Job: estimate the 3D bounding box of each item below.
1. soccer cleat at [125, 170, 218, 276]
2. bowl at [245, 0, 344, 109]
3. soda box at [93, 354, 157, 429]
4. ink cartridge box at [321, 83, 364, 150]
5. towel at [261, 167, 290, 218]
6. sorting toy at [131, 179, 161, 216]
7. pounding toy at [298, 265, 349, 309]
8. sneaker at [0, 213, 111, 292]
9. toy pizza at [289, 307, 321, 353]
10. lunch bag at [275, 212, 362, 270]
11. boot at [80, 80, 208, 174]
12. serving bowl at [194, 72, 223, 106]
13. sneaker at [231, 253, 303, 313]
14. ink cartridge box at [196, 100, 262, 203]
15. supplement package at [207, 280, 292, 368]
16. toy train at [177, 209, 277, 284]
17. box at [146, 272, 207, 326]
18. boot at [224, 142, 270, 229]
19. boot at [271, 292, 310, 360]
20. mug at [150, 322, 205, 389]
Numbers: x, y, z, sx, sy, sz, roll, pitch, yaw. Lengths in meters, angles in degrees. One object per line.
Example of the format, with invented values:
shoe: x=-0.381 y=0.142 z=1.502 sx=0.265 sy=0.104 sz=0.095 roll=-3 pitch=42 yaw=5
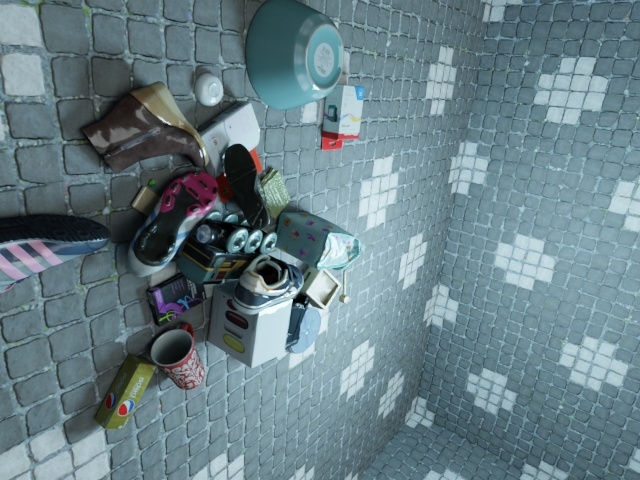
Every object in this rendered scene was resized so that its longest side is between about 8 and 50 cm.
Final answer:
soccer cleat: x=-0.378 y=-0.048 z=1.068 sx=0.116 sy=0.143 sz=0.331 roll=41 pitch=46 yaw=-18
bowl: x=-0.046 y=-0.529 z=1.230 sx=0.312 sy=0.163 sz=0.311 roll=-28 pitch=126 yaw=-45
soda box: x=-0.512 y=0.398 z=1.124 sx=0.061 sy=0.058 sz=0.181 roll=39 pitch=74 yaw=-55
ink cartridge box: x=0.079 y=-0.434 z=1.526 sx=0.134 sy=0.078 sz=0.230 roll=-20 pitch=122 yaw=-49
towel: x=-0.152 y=-0.151 z=1.388 sx=0.110 sy=0.027 sz=0.148 roll=-53 pitch=141 yaw=-26
sorting toy: x=-0.419 y=-0.107 z=1.047 sx=0.083 sy=0.012 sz=0.062 roll=-63 pitch=148 yaw=-12
pounding toy: x=0.024 y=0.185 z=1.701 sx=0.206 sy=0.094 sz=0.181 roll=47 pitch=65 yaw=-31
sneaker: x=-0.579 y=0.030 z=0.829 sx=0.319 sy=0.112 sz=0.130 roll=-10 pitch=131 yaw=-49
toy pizza: x=-0.069 y=0.369 z=1.757 sx=0.201 sy=0.032 sz=0.201 roll=-27 pitch=127 yaw=-44
lunch bag: x=0.000 y=0.000 z=1.501 sx=0.262 sy=0.224 sz=0.159 roll=0 pitch=111 yaw=-57
boot: x=-0.393 y=-0.219 z=0.991 sx=0.207 sy=0.090 sz=0.248 roll=-44 pitch=141 yaw=-16
serving bowl: x=-0.280 y=-0.384 z=1.092 sx=0.083 sy=0.027 sz=0.083 roll=-31 pitch=130 yaw=-44
sneaker: x=-0.130 y=0.108 z=1.271 sx=0.321 sy=0.126 sz=0.127 roll=-29 pitch=144 yaw=-64
ink cartridge box: x=-0.238 y=-0.242 z=1.199 sx=0.189 sy=0.066 sz=0.232 roll=-48 pitch=136 yaw=-31
supplement package: x=-0.222 y=0.250 z=1.330 sx=0.149 sy=0.203 sz=0.193 roll=-10 pitch=114 yaw=-53
toy train: x=-0.255 y=0.028 z=1.220 sx=0.190 sy=0.142 sz=0.334 roll=-61 pitch=161 yaw=8
box: x=-0.396 y=0.153 z=1.192 sx=0.162 sy=0.029 sz=0.115 roll=-34 pitch=132 yaw=-44
boot: x=-0.208 y=-0.153 z=1.213 sx=0.086 sy=0.178 sz=0.236 roll=-19 pitch=102 yaw=-5
boot: x=-0.146 y=0.305 z=1.538 sx=0.247 sy=0.094 sz=0.206 roll=-15 pitch=125 yaw=-50
mug: x=-0.384 y=0.334 z=1.222 sx=0.150 sy=0.113 sz=0.169 roll=-50 pitch=149 yaw=-35
